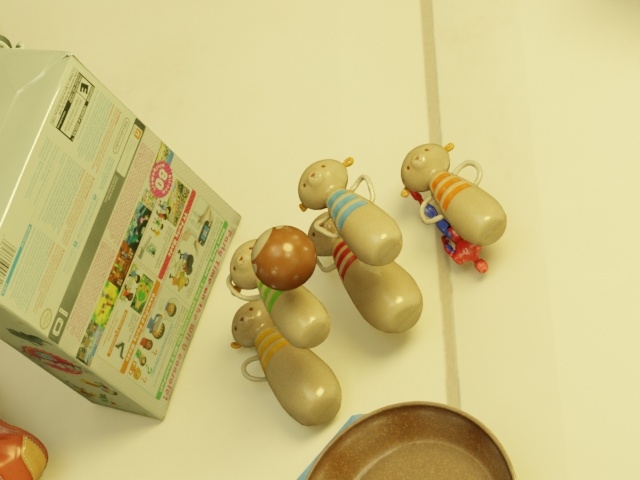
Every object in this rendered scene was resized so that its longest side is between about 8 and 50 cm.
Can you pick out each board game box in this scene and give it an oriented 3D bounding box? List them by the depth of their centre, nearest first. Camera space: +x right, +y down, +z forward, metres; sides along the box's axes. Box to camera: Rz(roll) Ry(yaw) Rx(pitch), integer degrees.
[{"bbox_3d":[0.040,0.233,1.351,0.168,0.033,0.133,-49,58,-1],"label":"board game box"},{"bbox_3d":[-0.213,0.001,1.451,0.097,0.303,0.224,7,67,33],"label":"board game box"}]

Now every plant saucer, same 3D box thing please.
[{"bbox_3d":[0.072,0.228,1.289,0.199,0.036,0.198,-14,58,23],"label":"plant saucer"}]

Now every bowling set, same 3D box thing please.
[{"bbox_3d":[0.000,0.000,1.389,0.287,0.200,0.154,-46,48,5],"label":"bowling set"}]

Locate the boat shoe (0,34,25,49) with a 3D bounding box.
[{"bbox_3d":[-0.382,-0.202,1.787,0.099,0.116,0.319,-46,46,4],"label":"boat shoe"}]

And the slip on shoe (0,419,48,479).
[{"bbox_3d":[-0.383,0.162,1.589,0.101,0.123,0.331,-37,47,-23],"label":"slip on shoe"}]

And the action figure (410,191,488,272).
[{"bbox_3d":[0.121,-0.012,1.447,0.038,0.030,0.115,-39,49,10],"label":"action figure"}]
